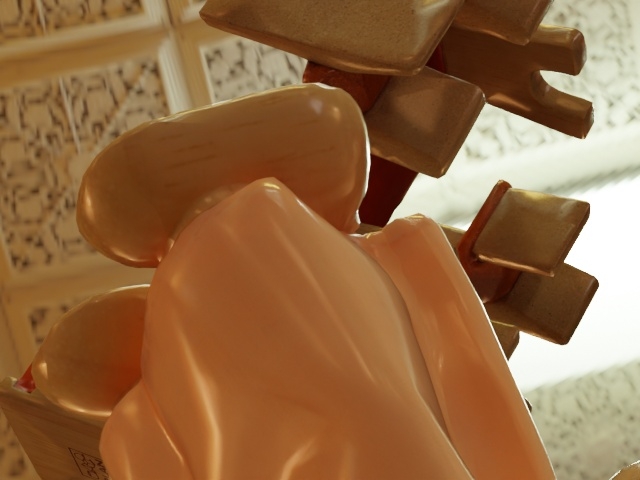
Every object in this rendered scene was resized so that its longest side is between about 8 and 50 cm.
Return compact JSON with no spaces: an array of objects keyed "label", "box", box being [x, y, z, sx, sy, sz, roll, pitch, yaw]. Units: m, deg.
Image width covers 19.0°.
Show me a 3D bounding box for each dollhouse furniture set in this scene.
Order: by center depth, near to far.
[{"label":"dollhouse furniture set","box":[0.000,0.000,0.778,0.135,0.259,0.262,18,-32,25]}]

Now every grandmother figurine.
[{"label":"grandmother figurine","box":[0.043,0.120,0.377,0.104,0.342,0.208,-14,-36,-22]}]
